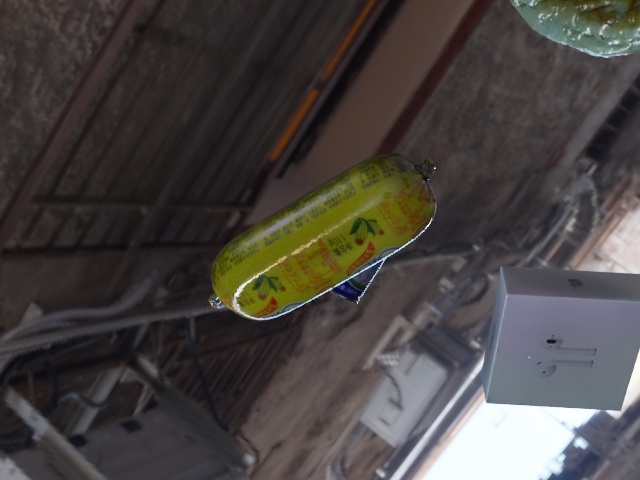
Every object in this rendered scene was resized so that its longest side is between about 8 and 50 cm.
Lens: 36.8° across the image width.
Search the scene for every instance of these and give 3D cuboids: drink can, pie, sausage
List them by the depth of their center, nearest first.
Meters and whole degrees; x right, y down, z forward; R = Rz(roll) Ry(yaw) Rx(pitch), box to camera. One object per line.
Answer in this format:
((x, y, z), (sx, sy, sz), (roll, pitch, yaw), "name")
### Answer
((0.310, -0.294, 0.991), (0.240, 0.240, 0.054), (46, -175, 34), "pie")
((0.000, 0.000, 1.231), (0.123, 0.347, 0.123), (55, -167, -20), "sausage")
((0.086, -0.011, 1.678), (0.097, 0.235, 0.097), (30, -167, -8), "drink can")

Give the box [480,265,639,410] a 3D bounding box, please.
((0.223, 0.091, 0.887), (0.129, 0.130, 0.051), (3, -147, -1), "box")
